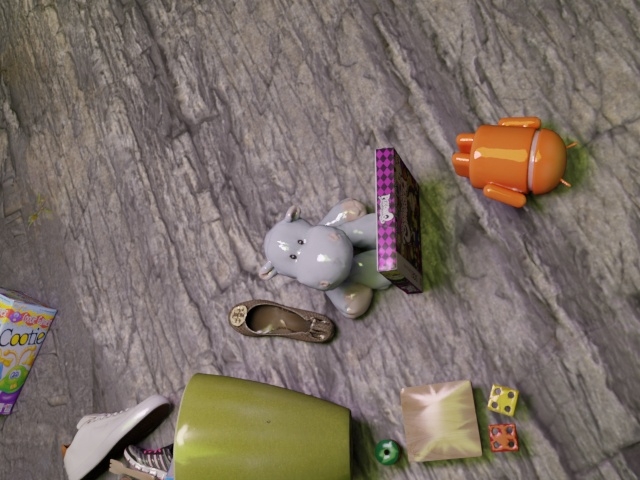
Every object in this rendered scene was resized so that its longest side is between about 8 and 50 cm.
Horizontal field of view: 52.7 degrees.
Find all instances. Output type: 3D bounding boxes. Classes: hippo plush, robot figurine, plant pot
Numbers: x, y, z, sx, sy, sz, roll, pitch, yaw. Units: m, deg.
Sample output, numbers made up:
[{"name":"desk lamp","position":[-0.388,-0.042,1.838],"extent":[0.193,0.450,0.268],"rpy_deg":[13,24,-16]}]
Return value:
[{"name":"hippo plush","position":[0.000,0.000,1.262],"extent":[0.294,0.236,0.234],"rpy_deg":[23,85,26]},{"name":"robot figurine","position":[0.364,-0.151,1.221],"extent":[0.219,0.128,0.158],"rpy_deg":[8,34,24]},{"name":"plant pot","position":[-0.088,0.381,1.196],"extent":[0.293,0.275,0.275],"rpy_deg":[-3,73,5]}]

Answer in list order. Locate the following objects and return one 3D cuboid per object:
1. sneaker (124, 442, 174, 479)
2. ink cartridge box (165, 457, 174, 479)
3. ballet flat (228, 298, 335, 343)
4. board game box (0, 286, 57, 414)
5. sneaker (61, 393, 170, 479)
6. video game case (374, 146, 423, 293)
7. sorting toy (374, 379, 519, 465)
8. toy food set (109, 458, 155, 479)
[{"name":"sneaker","position":[-0.333,0.457,1.363],"extent":[0.170,0.063,0.075],"rpy_deg":[17,82,21]},{"name":"ink cartridge box","position":[-0.276,0.528,1.264],"extent":[0.061,0.104,0.181],"rpy_deg":[8,95,-3]},{"name":"ballet flat","position":[-0.089,0.169,1.348],"extent":[0.249,0.058,0.084],"rpy_deg":[8,77,24]},{"name":"board game box","position":[-0.790,0.261,1.560],"extent":[0.144,0.142,0.275],"rpy_deg":[19,83,26]},{"name":"sneaker","position":[-0.459,0.404,1.403],"extent":[0.290,0.106,0.123],"rpy_deg":[-40,67,9]},{"name":"video game case","position":[0.151,-0.031,1.226],"extent":[0.041,0.210,0.232],"rpy_deg":[-6,72,20]},{"name":"sorting toy","position":[0.230,0.329,1.178],"extent":[0.274,0.046,0.132],"rpy_deg":[-13,70,19]},{"name":"toy food set","position":[-0.397,0.563,1.357],"extent":[0.132,0.038,0.192],"rpy_deg":[11,94,19]}]
